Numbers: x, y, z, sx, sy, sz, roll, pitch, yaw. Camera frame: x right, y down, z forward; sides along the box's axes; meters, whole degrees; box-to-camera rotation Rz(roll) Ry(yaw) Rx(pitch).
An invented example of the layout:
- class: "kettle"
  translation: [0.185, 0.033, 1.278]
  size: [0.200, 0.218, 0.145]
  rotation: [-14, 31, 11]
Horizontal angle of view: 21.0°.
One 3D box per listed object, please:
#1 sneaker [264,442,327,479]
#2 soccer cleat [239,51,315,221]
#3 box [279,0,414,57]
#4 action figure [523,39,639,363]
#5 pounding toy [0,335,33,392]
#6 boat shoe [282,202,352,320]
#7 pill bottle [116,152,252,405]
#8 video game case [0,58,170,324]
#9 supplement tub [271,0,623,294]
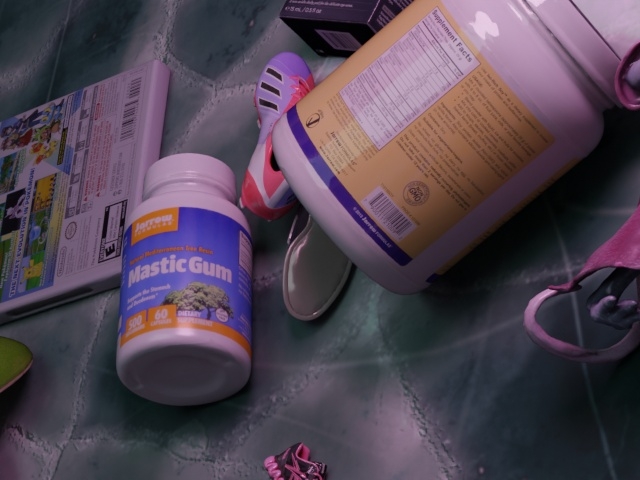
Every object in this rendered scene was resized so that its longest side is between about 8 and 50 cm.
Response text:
- class: "sneaker"
  translation: [-0.014, 0.257, 1.806]
  size: [0.057, 0.047, 0.119]
  rotation: [-35, 45, 1]
- class: "soccer cleat"
  translation: [-0.037, -0.133, 2.031]
  size: [0.095, 0.083, 0.248]
  rotation: [-41, 29, 47]
- class: "box"
  translation: [0.058, -0.306, 2.084]
  size: [0.156, 0.093, 0.158]
  rotation: [12, 69, 44]
- class: "action figure"
  translation: [0.364, -0.074, 1.639]
  size: [0.275, 0.248, 0.370]
  rotation: [-40, 37, 53]
- class: "pounding toy"
  translation: [-0.483, 0.154, 2.160]
  size: [0.237, 0.110, 0.183]
  rotation: [-19, 15, 32]
- class: "boat shoe"
  translation: [0.000, 0.000, 1.966]
  size: [0.065, 0.075, 0.206]
  rotation: [119, 164, -70]
- class: "pill bottle"
  translation: [-0.154, 0.039, 1.986]
  size: [0.152, 0.152, 0.272]
  rotation: [-23, 51, 28]
- class: "video game case"
  translation: [-0.337, -0.059, 2.295]
  size: [0.300, 0.036, 0.329]
  rotation: [-17, 53, 31]
- class: "supplement tub"
  translation: [0.140, -0.129, 1.786]
  size: [0.331, 0.241, 0.241]
  rotation: [-40, 44, 12]
